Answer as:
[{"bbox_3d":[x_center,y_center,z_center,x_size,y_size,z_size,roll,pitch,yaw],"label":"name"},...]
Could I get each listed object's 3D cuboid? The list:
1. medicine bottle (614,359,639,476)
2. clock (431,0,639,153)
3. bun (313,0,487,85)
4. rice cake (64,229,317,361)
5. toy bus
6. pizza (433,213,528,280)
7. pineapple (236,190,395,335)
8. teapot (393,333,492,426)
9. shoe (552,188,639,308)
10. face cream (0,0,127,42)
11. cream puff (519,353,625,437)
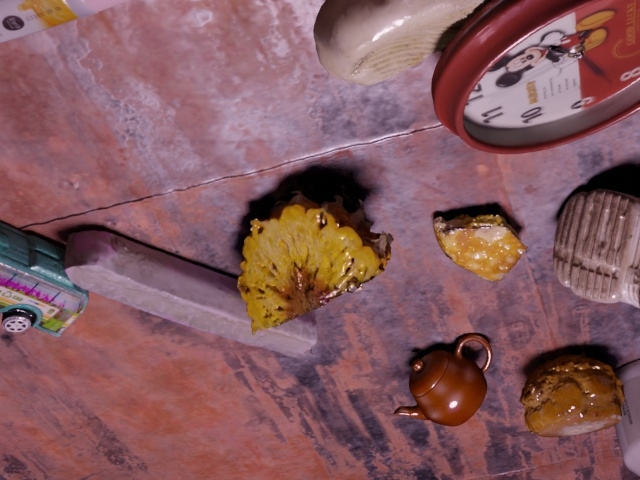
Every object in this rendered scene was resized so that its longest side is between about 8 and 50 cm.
[{"bbox_3d":[0.527,0.301,2.046,0.135,0.215,0.135,-5,146,-4],"label":"medicine bottle"},{"bbox_3d":[0.263,-0.201,1.373,0.318,0.080,0.318,-17,157,-8],"label":"clock"},{"bbox_3d":[0.073,-0.231,1.293,0.183,0.102,0.183,-25,168,-6],"label":"bun"},{"bbox_3d":[-0.154,0.072,1.721,0.399,0.070,0.064,22,135,-36],"label":"rice cake"},{"bbox_3d":[-0.399,0.032,1.608,0.109,0.091,0.262,-37,138,26],"label":"toy bus"},{"bbox_3d":[0.209,0.002,1.716,0.099,0.036,0.160,-26,142,26],"label":"pizza"},{"bbox_3d":[0.003,-0.002,1.639,0.164,0.140,0.250,-34,-177,-38],"label":"pineapple"},{"bbox_3d":[0.181,0.206,1.956,0.173,0.116,0.116,-49,134,9],"label":"teapot"},{"bbox_3d":[0.467,0.028,1.612,0.198,0.351,0.172,6,105,-40],"label":"shoe"},{"bbox_3d":[-0.275,-0.234,1.268,0.198,0.057,0.084,-16,145,13],"label":"face cream"},{"bbox_3d":[0.379,0.233,2.010,0.165,0.115,0.150,5,152,-33],"label":"cream puff"}]
